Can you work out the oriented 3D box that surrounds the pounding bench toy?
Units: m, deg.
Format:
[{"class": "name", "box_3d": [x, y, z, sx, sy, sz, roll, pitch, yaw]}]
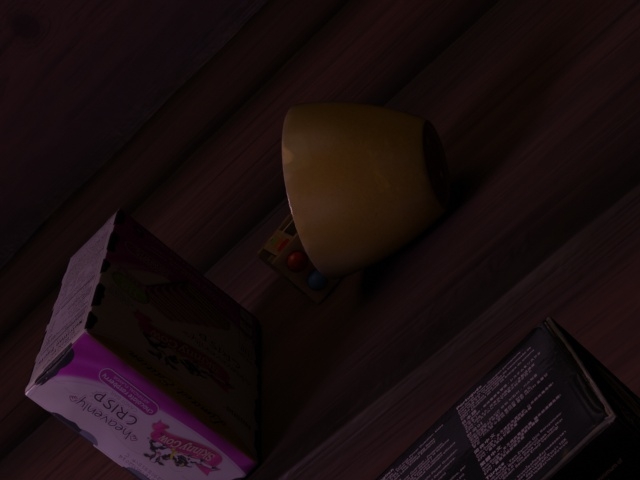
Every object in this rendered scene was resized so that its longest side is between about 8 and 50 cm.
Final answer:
[{"class": "pounding bench toy", "box_3d": [0.000, 0.000, 1.092, 0.083, 0.052, 0.065, -50, 17, -6]}]

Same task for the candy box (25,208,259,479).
[{"class": "candy box", "box_3d": [-0.125, 0.085, 1.032, 0.071, 0.159, 0.233, -45, 18, 15]}]

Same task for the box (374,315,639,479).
[{"class": "box", "box_3d": [0.068, 0.143, 0.445, 0.180, 0.147, 0.077, -46, 17, 10]}]

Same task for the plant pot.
[{"class": "plant pot", "box_3d": [0.041, -0.045, 0.998, 0.095, 0.134, 0.134, -12, 31, 18]}]
